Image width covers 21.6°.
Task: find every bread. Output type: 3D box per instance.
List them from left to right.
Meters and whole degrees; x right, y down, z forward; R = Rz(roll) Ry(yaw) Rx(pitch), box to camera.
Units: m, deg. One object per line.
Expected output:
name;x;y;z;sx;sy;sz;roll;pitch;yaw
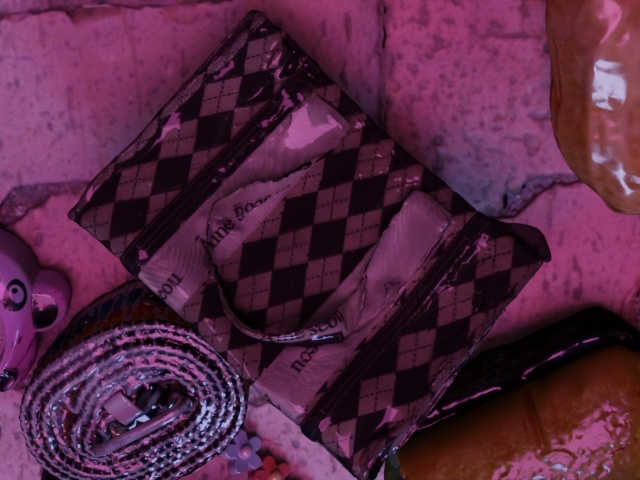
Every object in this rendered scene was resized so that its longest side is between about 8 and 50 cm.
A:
bread;0.245;0.248;1.912;0.376;0.208;0.251;-29;117;11

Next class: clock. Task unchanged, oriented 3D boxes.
clock;-0.424;0.084;1.908;0.248;0.090;0.227;-41;109;18

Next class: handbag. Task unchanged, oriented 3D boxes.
handbag;0.000;0.000;1.727;0.416;0.180;0.317;43;91;6

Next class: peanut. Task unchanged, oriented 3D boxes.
peanut;0.309;-0.160;1.738;0.147;0.147;0.305;-5;120;4

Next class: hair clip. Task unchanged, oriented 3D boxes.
hair clip;-0.055;0.293;2.014;0.056;0.062;0.214;-15;123;46

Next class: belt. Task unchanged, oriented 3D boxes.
belt;-0.217;0.175;1.904;0.295;0.160;0.207;-23;113;12
